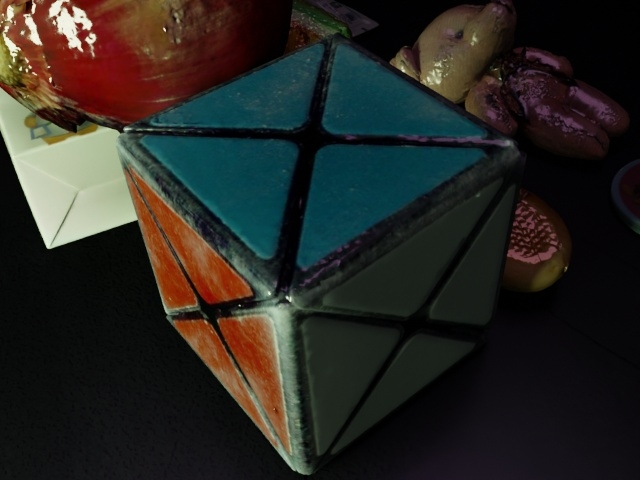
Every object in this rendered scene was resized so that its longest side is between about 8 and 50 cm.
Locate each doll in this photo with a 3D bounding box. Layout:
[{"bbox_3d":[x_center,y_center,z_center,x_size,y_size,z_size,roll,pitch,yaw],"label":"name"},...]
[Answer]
[{"bbox_3d":[0.258,-0.223,0.970,0.303,0.156,0.201,30,52,23],"label":"doll"}]

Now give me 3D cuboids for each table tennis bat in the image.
[{"bbox_3d":[0.464,-0.061,0.883,0.244,0.040,0.153,-16,46,-8],"label":"table tennis bat"}]

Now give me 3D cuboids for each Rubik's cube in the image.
[{"bbox_3d":[0.000,0.000,0.680,0.260,0.255,0.259,-32,53,-26],"label":"Rubik's cube"}]

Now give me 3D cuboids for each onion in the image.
[{"bbox_3d":[-0.208,-0.262,0.722,0.341,0.341,0.341,-1,45,1],"label":"onion"}]

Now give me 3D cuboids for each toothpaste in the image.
[{"bbox_3d":[-0.002,-0.386,1.219,0.064,0.041,0.218,-31,55,-33],"label":"toothpaste"}]

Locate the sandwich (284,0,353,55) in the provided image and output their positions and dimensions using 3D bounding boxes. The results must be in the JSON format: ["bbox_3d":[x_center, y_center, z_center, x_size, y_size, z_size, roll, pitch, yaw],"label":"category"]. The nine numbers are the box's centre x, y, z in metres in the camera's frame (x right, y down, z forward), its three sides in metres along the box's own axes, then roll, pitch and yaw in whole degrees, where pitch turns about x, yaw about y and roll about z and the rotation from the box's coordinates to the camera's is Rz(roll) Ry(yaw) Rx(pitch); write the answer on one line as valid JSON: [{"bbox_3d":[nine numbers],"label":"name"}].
[{"bbox_3d":[-0.055,-0.262,1.047,0.184,0.109,0.160,21,47,21],"label":"sandwich"}]

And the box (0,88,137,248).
[{"bbox_3d":[-0.293,-0.176,0.949,0.224,0.143,0.341,-20,47,-17],"label":"box"}]

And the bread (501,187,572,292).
[{"bbox_3d":[0.187,-0.012,0.814,0.114,0.077,0.189,-45,57,-10],"label":"bread"}]
